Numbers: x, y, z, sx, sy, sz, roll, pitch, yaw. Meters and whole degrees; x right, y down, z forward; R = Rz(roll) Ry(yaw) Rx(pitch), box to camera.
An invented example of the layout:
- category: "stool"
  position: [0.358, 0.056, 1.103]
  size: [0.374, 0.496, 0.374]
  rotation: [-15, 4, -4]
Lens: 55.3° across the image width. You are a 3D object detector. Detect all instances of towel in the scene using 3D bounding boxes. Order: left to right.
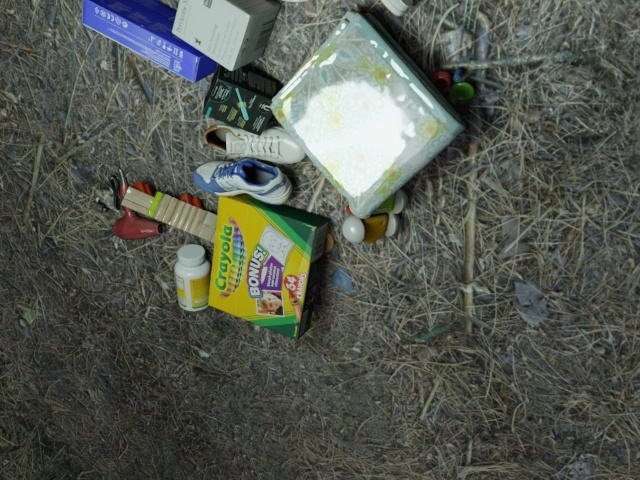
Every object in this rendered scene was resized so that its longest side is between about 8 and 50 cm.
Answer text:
- category: "towel"
  position: [0.096, -0.291, 1.405]
  size: [0.320, 0.090, 0.374]
  rotation: [-42, 84, 27]

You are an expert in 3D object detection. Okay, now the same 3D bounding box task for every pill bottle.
- category: "pill bottle"
  position: [-0.419, 0.121, 2.017]
  size: [0.118, 0.117, 0.208]
  rotation: [16, 127, 19]

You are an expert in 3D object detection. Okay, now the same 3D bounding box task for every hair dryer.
- category: "hair dryer"
  position: [-0.645, -0.099, 2.023]
  size: [0.294, 0.080, 0.223]
  rotation: [36, 130, 4]

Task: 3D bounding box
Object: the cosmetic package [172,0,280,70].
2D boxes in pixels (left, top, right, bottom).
- category: "cosmetic package"
  position: [-0.226, -0.532, 1.462]
  size: [0.184, 0.151, 0.151]
  rotation: [33, 129, 6]

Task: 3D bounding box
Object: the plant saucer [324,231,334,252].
- category: "plant saucer"
  position: [0.000, 0.000, 1.775]
  size: [0.084, 0.013, 0.083]
  rotation: [14, 125, 21]

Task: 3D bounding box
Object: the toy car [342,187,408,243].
- category: "toy car"
  position: [0.126, -0.087, 1.582]
  size: [0.136, 0.159, 0.181]
  rotation: [53, 142, 40]

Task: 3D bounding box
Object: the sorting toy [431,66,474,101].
- category: "sorting toy"
  position: [0.300, -0.356, 1.366]
  size: [0.102, 0.042, 0.061]
  rotation: [23, 145, -1]

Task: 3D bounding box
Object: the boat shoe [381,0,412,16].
- category: "boat shoe"
  position: [0.135, -0.604, 1.251]
  size: [0.096, 0.098, 0.277]
  rotation: [-15, 110, 36]

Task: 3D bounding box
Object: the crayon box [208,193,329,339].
- category: "crayon box"
  position: [-0.160, 0.069, 1.795]
  size: [0.313, 0.106, 0.362]
  rotation: [18, 113, 19]

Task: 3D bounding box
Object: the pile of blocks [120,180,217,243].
- category: "pile of blocks"
  position: [-0.450, -0.099, 1.918]
  size: [0.363, 0.149, 0.112]
  rotation: [23, 86, 3]

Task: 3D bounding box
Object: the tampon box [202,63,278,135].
- category: "tampon box"
  position: [-0.201, -0.363, 1.552]
  size: [0.161, 0.101, 0.120]
  rotation: [18, 134, -21]

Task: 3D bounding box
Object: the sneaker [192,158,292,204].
- category: "sneaker"
  position: [-0.224, -0.187, 1.689]
  size: [0.297, 0.111, 0.131]
  rotation: [8, 158, 14]

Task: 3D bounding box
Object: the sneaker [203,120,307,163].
- category: "sneaker"
  position: [-0.179, -0.252, 1.640]
  size: [0.290, 0.123, 0.105]
  rotation: [14, 124, 19]

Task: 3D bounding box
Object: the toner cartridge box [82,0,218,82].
- category: "toner cartridge box"
  position: [-0.412, -0.531, 1.558]
  size: [0.348, 0.165, 0.075]
  rotation: [30, 130, 10]
